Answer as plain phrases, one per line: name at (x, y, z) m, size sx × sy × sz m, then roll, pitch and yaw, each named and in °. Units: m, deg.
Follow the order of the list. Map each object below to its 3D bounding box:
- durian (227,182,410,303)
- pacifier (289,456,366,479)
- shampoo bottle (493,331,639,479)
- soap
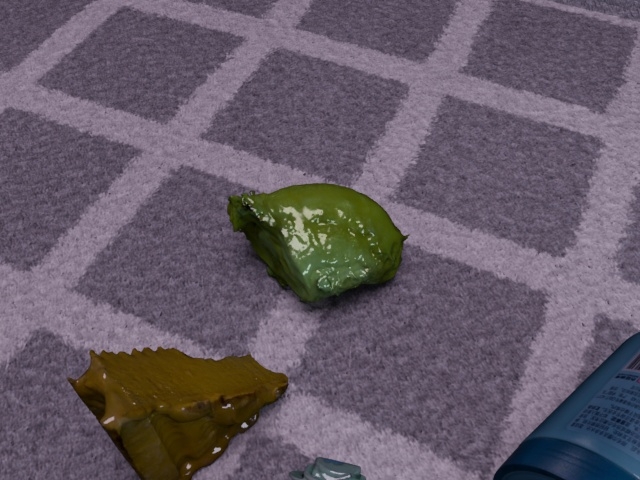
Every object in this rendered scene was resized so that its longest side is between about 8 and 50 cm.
durian at (0.000, 0.000, 1.352) m, size 0.339 × 0.204 × 0.256 m, roll -14°, pitch 67°, yaw -21°
pacifier at (0.018, 0.414, 1.079) m, size 0.150 × 0.127 × 0.117 m, roll 13°, pitch 77°, yaw 2°
shampoo bottle at (0.488, 0.346, 0.974) m, size 0.342 × 0.331 × 0.331 m, roll -35°, pitch 59°, yaw -24°
soap at (-0.202, 0.225, 1.075) m, size 0.169 × 0.339 × 0.304 m, roll 38°, pitch 63°, yaw 25°
